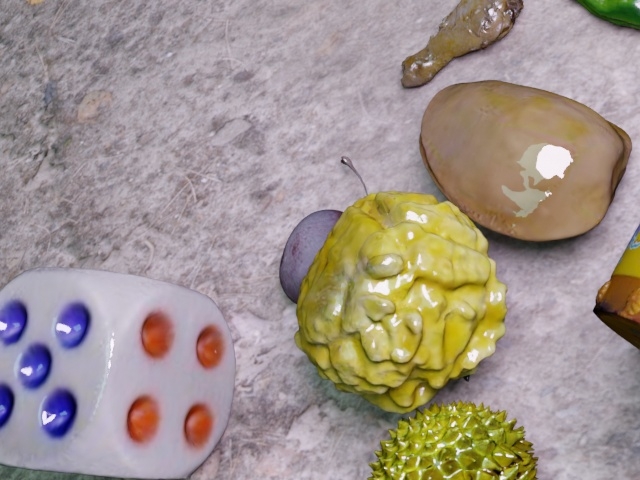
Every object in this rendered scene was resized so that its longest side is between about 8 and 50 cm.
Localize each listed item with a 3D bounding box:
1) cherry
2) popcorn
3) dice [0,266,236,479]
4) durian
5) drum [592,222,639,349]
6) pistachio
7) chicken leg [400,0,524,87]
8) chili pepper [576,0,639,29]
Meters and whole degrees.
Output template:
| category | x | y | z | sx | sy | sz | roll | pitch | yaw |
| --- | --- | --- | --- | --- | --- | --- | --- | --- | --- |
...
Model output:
| category | x | y | z | sx | sy | sz | roll | pitch | yaw |
| --- | --- | --- | --- | --- | --- | --- | --- | --- | --- |
| cherry | -0.002 | 0.005 | 1.188 | 0.188 | 0.115 | 0.148 | 66 | 146 | 33 |
| popcorn | 0.093 | 0.068 | 1.015 | 0.249 | 0.225 | 0.249 | -53 | 26 | 41 |
| dice | -0.283 | 0.180 | 1.185 | 0.243 | 0.259 | 0.251 | 1 | 76 | 29 |
| durian | 0.147 | 0.288 | 0.992 | 0.200 | 0.176 | 0.237 | 8 | 67 | 9 |
| drum | 0.460 | 0.071 | 0.751 | 0.431 | 0.431 | 0.214 | 30 | 91 | 30 |
| pistachio | 0.226 | -0.096 | 1.061 | 0.260 | 0.163 | 0.212 | 24 | 49 | 29 |
| chicken leg | 0.183 | -0.270 | 1.190 | 0.198 | 0.069 | 0.085 | -36 | 61 | 21 |
| chili pepper | 0.373 | -0.315 | 1.099 | 0.257 | 0.074 | 0.100 | 38 | 95 | 31 |
